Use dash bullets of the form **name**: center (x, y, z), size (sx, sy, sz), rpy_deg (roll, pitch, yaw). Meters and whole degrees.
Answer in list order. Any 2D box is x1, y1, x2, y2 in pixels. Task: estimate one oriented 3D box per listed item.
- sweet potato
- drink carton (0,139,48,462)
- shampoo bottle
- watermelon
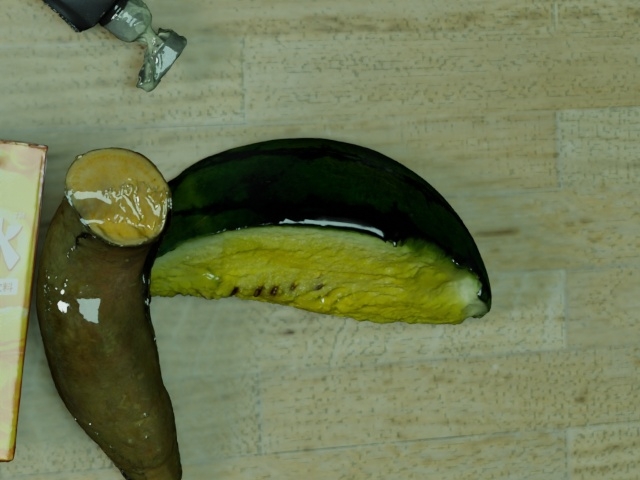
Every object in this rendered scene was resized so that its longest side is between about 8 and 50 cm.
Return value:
- **sweet potato**: center (-0.145, 0.066, 1.388), size (0.085, 0.112, 0.285), rpy_deg (-31, 128, -44)
- **drink carton**: center (-0.253, 0.037, 1.393), size (0.096, 0.071, 0.222), rpy_deg (7, 91, -15)
- **shampoo bottle**: center (-0.183, -0.191, 1.408), size (0.208, 0.057, 0.063), rpy_deg (40, 81, -14)
- **watermelon**: center (0.000, 0.000, 1.470), size (0.301, 0.123, 0.129), rpy_deg (8, 124, -17)
